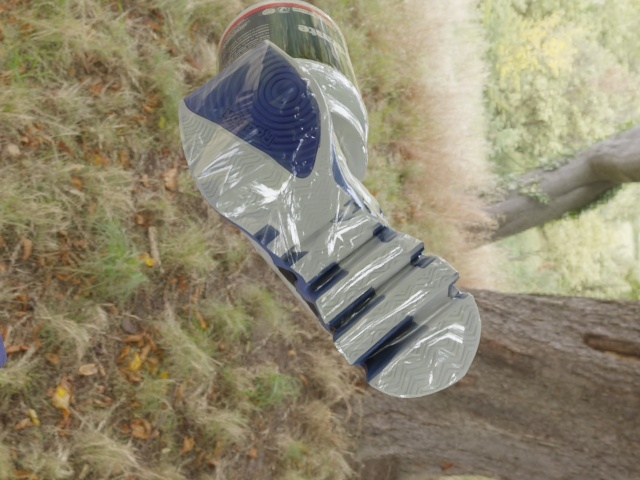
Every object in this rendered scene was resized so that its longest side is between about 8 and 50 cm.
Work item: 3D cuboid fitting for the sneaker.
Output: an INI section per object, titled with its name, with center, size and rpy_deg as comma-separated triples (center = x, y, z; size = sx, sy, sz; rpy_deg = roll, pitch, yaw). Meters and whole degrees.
[sneaker]
center = 0.001, 0.001, 0.539
size = 0.127, 0.316, 0.182
rpy_deg = -34, 166, -6

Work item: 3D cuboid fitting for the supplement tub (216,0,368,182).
[supplement tub]
center = -0.042, -0.174, 0.793
size = 0.191, 0.191, 0.272
rpy_deg = 51, 21, -39

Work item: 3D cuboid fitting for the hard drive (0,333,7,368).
[hard drive]
center = -0.278, -0.044, 0.383
size = 0.040, 0.210, 0.319
rpy_deg = -13, 99, -14
